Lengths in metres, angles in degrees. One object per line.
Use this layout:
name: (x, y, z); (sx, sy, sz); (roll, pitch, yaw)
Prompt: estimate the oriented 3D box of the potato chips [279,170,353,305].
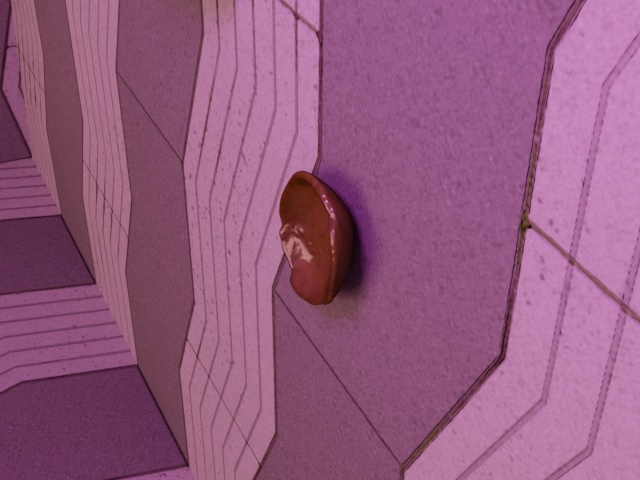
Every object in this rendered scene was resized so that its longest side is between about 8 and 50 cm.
potato chips: (0.001, -0.001, 1.092); (0.195, 0.062, 0.208); (47, 144, 50)
